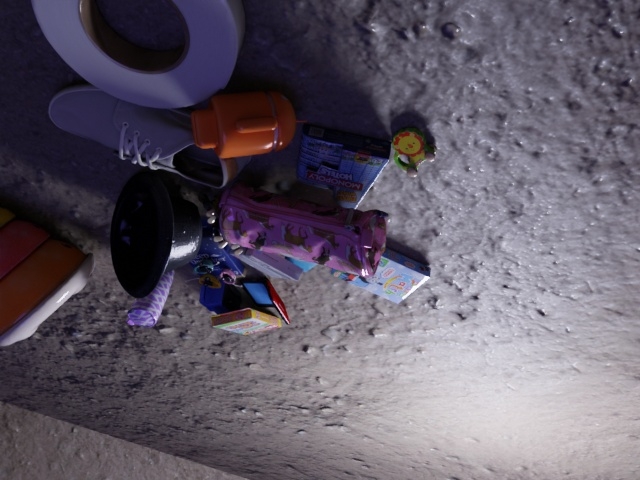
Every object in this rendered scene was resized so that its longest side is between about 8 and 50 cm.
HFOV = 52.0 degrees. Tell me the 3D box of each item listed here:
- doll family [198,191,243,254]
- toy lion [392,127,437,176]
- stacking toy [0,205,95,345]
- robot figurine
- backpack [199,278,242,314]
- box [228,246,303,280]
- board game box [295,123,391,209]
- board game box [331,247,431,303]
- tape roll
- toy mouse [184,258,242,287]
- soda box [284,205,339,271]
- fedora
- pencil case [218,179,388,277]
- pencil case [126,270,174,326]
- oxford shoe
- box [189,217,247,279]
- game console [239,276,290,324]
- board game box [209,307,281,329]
[{"bbox_3d":[-0.247,-0.047,1.628,0.076,0.111,0.192,-20,129,-14],"label":"doll family"},{"bbox_3d":[0.190,-0.192,1.390,0.096,0.034,0.100,32,139,-13],"label":"toy lion"},{"bbox_3d":[-0.890,0.016,1.774,0.351,0.350,0.480,-26,112,38],"label":"stacking toy"},{"bbox_3d":[-0.145,-0.235,1.316,0.220,0.128,0.158,-9,157,-17],"label":"robot figurine"},{"bbox_3d":[-0.289,0.168,1.917,0.101,0.097,0.120,-3,152,24],"label":"backpack"},{"bbox_3d":[-0.145,0.054,1.710,0.145,0.038,0.186,31,167,-22],"label":"box"},{"bbox_3d":[0.041,-0.151,1.454,0.194,0.060,0.194,12,141,0],"label":"board game box"},{"bbox_3d":[0.158,0.081,1.731,0.212,0.039,0.160,23,140,-15],"label":"board game box"},{"bbox_3d":[-0.333,-0.413,1.216,0.393,0.072,0.392,8,141,6],"label":"tape roll"},{"bbox_3d":[-0.287,0.084,1.801,0.161,0.031,0.143,15,144,-5],"label":"toy mouse"},{"bbox_3d":[0.000,0.000,1.649,0.071,0.067,0.210,32,137,-23],"label":"soda box"},{"bbox_3d":[-0.396,-0.011,1.632,0.153,0.333,0.334,0,154,-38],"label":"fedora"},{"bbox_3d":[-0.043,-0.029,1.490,0.387,0.160,0.167,13,121,23],"label":"pencil case"},{"bbox_3d":[-0.480,0.152,1.859,0.088,0.206,0.086,-24,124,30],"label":"pencil case"},{"bbox_3d":[-0.375,-0.223,1.421,0.450,0.130,0.169,16,144,-3],"label":"oxford shoe"},{"bbox_3d":[-0.312,0.030,1.795,0.137,0.036,0.225,-7,137,22],"label":"box"},{"bbox_3d":[-0.161,0.180,1.907,0.085,0.124,0.144,-25,135,3],"label":"game console"},{"bbox_3d":[-0.218,0.239,1.932,0.124,0.039,0.259,-14,160,14],"label":"board game box"}]
